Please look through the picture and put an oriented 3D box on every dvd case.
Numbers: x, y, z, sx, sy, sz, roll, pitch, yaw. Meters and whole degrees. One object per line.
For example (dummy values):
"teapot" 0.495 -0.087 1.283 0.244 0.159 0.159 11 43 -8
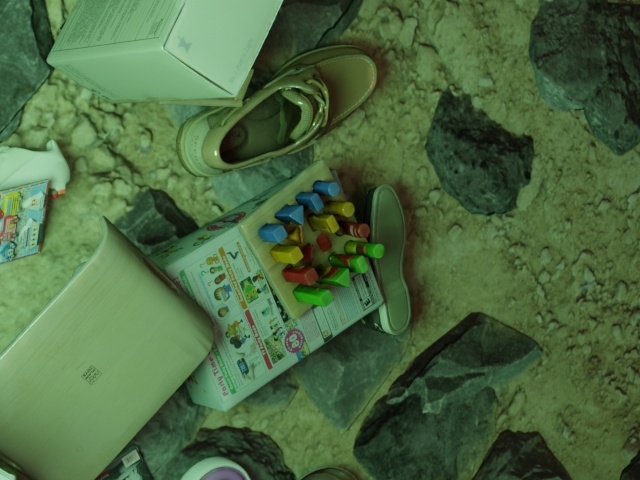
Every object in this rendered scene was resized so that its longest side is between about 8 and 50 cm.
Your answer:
"dvd case" -0.263 0.350 1.665 0.087 0.013 0.119 -33 113 -29

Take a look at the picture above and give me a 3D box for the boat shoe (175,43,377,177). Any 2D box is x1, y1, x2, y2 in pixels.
"boat shoe" -0.036 -0.177 1.716 0.341 0.110 0.121 -33 113 -28

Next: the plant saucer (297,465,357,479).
"plant saucer" -0.004 0.420 1.848 0.168 0.029 0.168 -4 96 -34

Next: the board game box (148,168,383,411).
"board game box" -0.079 0.063 1.719 0.303 0.097 0.224 -32 111 -31

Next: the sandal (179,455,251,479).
"sandal" -0.109 0.508 1.735 0.169 0.102 0.416 -28 110 -30

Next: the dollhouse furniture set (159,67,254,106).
"dollhouse furniture set" -0.160 -0.278 1.598 0.123 0.144 0.151 -3 132 -35

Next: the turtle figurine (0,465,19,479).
"turtle figurine" -0.414 0.419 1.454 0.266 0.198 0.274 -43 114 -19

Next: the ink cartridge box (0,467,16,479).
"ink cartridge box" -0.486 0.291 1.320 0.129 0.307 0.223 39 72 -29

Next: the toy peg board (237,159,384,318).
"toy peg board" 0.000 0.000 1.664 0.161 0.079 0.160 -41 116 -27

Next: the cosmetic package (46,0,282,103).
"cosmetic package" -0.191 -0.259 1.475 0.113 0.309 0.160 33 76 -34

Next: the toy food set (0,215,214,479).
"toy food set" -0.297 0.148 1.509 0.306 0.092 0.220 -48 128 -8

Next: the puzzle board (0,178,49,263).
"puzzle board" -0.380 -0.016 1.499 0.096 0.011 0.128 -17 144 -33

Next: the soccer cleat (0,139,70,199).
"soccer cleat" -0.401 -0.074 1.500 0.196 0.068 0.076 -14 87 -34

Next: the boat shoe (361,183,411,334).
"boat shoe" 0.084 0.028 1.847 0.081 0.069 0.227 -14 103 -46
